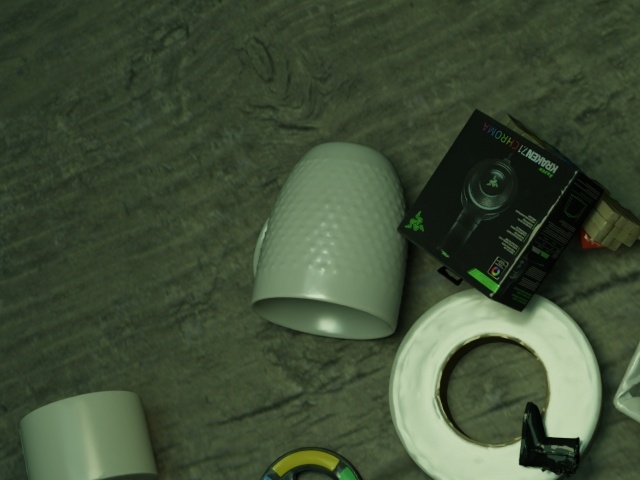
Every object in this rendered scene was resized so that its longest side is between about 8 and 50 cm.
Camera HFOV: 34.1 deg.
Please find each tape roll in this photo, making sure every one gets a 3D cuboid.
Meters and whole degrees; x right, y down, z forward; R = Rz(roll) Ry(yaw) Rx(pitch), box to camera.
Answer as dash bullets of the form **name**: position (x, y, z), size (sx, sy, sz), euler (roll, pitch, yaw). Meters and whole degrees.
- **tape roll**: position (-0.453, 0.414, 2.040), size (0.246, 0.246, 0.169), euler (-22, 69, 12)
- **tape roll**: position (0.318, 0.278, 1.904), size (0.392, 0.072, 0.392), euler (-5, 74, 18)

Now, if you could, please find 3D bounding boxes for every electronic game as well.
- **electronic game**: position (-0.019, 0.506, 1.969), size (0.229, 0.048, 0.229), euler (-5, 73, 17)

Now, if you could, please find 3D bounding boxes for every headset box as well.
- **headset box**: position (0.309, -0.046, 1.848), size (0.246, 0.131, 0.283), euler (40, 101, 36)

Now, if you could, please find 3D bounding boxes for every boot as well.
- **boot**: position (0.397, 0.344, 1.795), size (0.099, 0.045, 0.121), euler (4, 84, 23)

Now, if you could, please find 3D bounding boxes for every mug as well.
- **mug**: position (0.000, 0.000, 2.012), size (0.374, 0.276, 0.328), euler (-11, 62, 48)

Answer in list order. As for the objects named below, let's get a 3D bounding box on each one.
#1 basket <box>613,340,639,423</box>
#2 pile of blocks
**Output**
- **basket**: position (0.693, 0.217, 1.684), size (0.328, 0.266, 0.331), euler (27, 84, 24)
- **pile of blocks**: position (0.442, -0.088, 1.947), size (0.112, 0.149, 0.362), euler (-54, 55, 19)
